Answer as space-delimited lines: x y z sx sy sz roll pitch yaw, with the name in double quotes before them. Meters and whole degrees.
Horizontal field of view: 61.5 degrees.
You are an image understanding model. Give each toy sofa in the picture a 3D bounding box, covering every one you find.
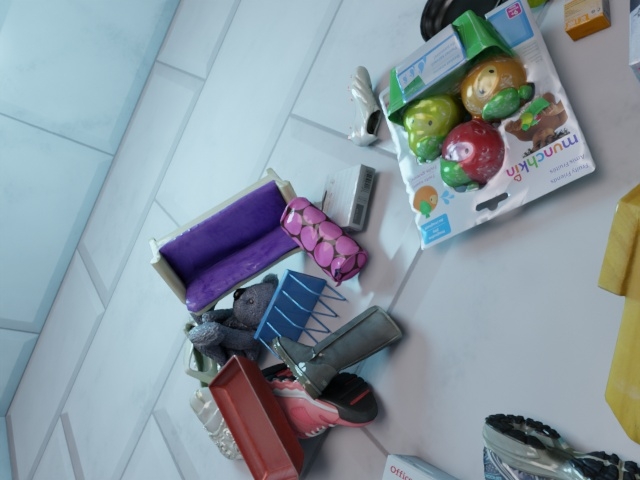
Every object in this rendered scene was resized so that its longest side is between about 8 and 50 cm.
"toy sofa" -0.205 -0.001 1.267 0.362 0.150 0.177 -31 37 -7

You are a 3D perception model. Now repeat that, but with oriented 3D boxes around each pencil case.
"pencil case" 0.000 0.000 1.164 0.209 0.095 0.098 45 118 29

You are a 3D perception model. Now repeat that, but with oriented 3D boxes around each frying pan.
"frying pan" 0.274 -0.525 1.139 0.197 0.053 0.326 -44 44 26

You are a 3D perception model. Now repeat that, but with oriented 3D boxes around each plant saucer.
"plant saucer" -0.134 0.379 1.125 0.259 0.047 0.258 58 146 14

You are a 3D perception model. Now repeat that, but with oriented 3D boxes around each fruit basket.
"fruit basket" 0.255 -0.204 0.942 0.327 0.165 0.353 -29 58 40

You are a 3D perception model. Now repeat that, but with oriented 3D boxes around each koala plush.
"koala plush" -0.172 0.182 1.294 0.221 0.203 0.196 -41 28 5

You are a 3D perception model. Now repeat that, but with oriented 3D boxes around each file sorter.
"file sorter" -0.041 0.169 1.166 0.104 0.118 0.170 35 102 47

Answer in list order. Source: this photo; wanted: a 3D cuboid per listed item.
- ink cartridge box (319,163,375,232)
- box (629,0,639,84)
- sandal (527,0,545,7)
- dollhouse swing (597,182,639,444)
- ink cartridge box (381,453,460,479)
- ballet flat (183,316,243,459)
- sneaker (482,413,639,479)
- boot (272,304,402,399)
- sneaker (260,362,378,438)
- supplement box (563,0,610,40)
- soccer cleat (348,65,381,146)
"ink cartridge box" 0.053 -0.090 1.240 0.179 0.045 0.145 -6 70 68
"box" 0.480 -0.266 0.652 0.163 0.142 0.247 -18 37 44
"sandal" 0.418 -0.577 0.936 0.317 0.126 0.138 -49 44 21
"dollhouse swing" 0.530 0.090 0.575 0.315 0.305 0.347 -33 34 -20
"ink cartridge box" 0.153 0.449 0.854 0.127 0.072 0.175 10 82 51
"ballet flat" -0.277 0.359 1.351 0.147 0.147 0.409 -46 45 27
"sneaker" 0.334 0.333 0.692 0.283 0.110 0.122 19 107 54
"boot" 0.028 0.190 1.042 0.208 0.076 0.189 -41 42 -8
"sneaker" -0.006 0.339 1.087 0.314 0.116 0.136 1 101 45
"supplement box" 0.443 -0.394 0.898 0.062 0.036 0.098 -14 64 45
"soccer cleat" 0.108 -0.311 1.239 0.076 0.068 0.196 -7 76 43
